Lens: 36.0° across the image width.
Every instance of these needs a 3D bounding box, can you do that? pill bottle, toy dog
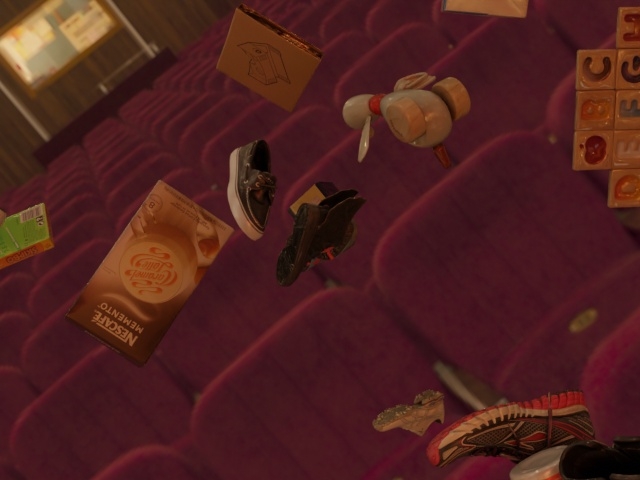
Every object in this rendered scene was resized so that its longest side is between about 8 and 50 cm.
[{"bbox_3d":[0.371,0.416,1.479,0.108,0.193,0.108,-25,-2,-1],"label":"pill bottle"},{"bbox_3d":[0.172,-0.220,1.950,0.220,0.161,0.333,-20,14,-4],"label":"toy dog"}]

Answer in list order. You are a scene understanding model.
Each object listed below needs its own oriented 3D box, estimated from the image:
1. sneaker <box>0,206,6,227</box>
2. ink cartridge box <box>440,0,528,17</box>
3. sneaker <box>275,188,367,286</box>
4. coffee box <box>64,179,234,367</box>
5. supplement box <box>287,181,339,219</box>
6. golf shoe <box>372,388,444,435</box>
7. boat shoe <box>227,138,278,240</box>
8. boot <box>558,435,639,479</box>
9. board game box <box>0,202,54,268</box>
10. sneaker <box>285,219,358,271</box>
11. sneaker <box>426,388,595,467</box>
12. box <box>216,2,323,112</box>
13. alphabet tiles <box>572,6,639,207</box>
[{"bbox_3d":[-0.391,0.003,0.872,0.209,0.094,0.081,5,-4,-9],"label":"sneaker"},{"bbox_3d":[0.274,-0.418,1.664,0.134,0.078,0.231,6,13,4],"label":"ink cartridge box"},{"bbox_3d":[-0.001,-0.001,1.476,0.051,0.089,0.170,51,128,48],"label":"sneaker"},{"bbox_3d":[-0.258,0.053,1.492,0.246,0.141,0.098,-59,9,-15],"label":"coffee box"},{"bbox_3d":[-0.004,-0.064,1.867,0.083,0.056,0.083,-42,-12,17],"label":"supplement box"},{"bbox_3d":[0.198,0.390,2.127,0.176,0.086,0.069,-18,9,-23],"label":"golf shoe"},{"bbox_3d":[-0.110,-0.097,1.734,0.076,0.080,0.228,-32,35,21],"label":"boat shoe"},{"bbox_3d":[0.513,0.337,1.328,0.338,0.223,0.118,-20,43,35],"label":"boot"},{"bbox_3d":[-0.684,0.016,2.045,0.260,0.039,0.124,-21,43,-4],"label":"board game box"},{"bbox_3d":[0.023,-0.018,2.037,0.125,0.104,0.262,-25,0,-26],"label":"sneaker"},{"bbox_3d":[0.310,0.315,1.566,0.299,0.112,0.121,-8,-20,-21],"label":"sneaker"},{"bbox_3d":[-0.093,-0.316,1.731,0.021,0.164,0.201,-62,5,-24],"label":"box"},{"bbox_3d":[0.528,-0.191,1.419,0.343,0.285,0.011,-3,14,-9],"label":"alphabet tiles"}]
